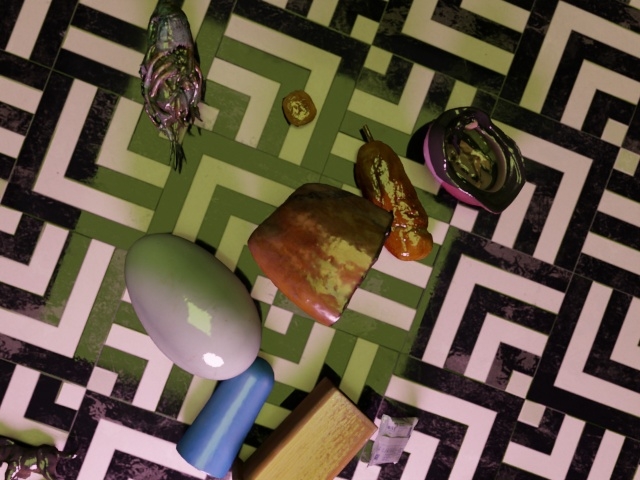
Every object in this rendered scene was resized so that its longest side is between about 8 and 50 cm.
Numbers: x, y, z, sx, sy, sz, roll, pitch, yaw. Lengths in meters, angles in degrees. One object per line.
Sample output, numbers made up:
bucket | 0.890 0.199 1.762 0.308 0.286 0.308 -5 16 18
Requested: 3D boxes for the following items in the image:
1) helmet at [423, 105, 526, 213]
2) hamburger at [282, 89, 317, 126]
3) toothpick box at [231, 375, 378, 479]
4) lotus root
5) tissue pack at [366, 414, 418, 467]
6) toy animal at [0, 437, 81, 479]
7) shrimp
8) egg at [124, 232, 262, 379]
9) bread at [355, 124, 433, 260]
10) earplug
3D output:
helmet | 0.338 -0.186 1.590 0.198 0.154 0.253 -46 114 -22
hamburger | -0.050 -0.310 1.606 0.076 0.044 0.083 -35 96 -3
toothpick box | -0.032 0.480 1.560 0.190 0.187 0.308 45 84 -4
lotus root | 0.000 0.000 1.500 0.250 0.316 0.316 37 88 1
tissue pack | 0.167 0.463 1.582 0.026 0.193 0.122 24 88 32
toy animal | -0.664 0.516 1.552 0.233 0.084 0.147 -3 90 -1
shrimp | -0.347 -0.346 1.521 0.172 0.137 0.371 -3 85 -44
egg | -0.281 0.140 1.504 0.230 0.230 0.371 -40 87 -3
bread | 0.165 -0.111 1.608 0.124 0.084 0.343 -23 92 -4
earplug | -0.203 0.389 1.570 0.133 0.132 0.272 32 85 -5
